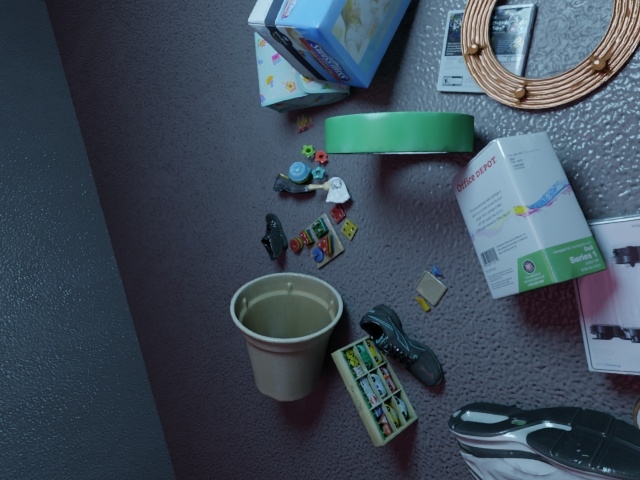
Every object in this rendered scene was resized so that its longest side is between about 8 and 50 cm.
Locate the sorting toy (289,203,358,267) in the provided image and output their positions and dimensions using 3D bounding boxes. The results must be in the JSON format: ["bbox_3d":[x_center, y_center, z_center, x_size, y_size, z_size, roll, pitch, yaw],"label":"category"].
[{"bbox_3d":[0.000,0.000,1.366,0.274,0.046,0.132,-38,73,41],"label":"sorting toy"}]

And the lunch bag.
[{"bbox_3d":[-0.041,-0.495,1.229,0.262,0.160,0.223,-3,93,30],"label":"lunch bag"}]

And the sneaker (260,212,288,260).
[{"bbox_3d":[-0.168,-0.016,1.492,0.051,0.089,0.170,-39,72,41],"label":"sneaker"}]

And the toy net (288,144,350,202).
[{"bbox_3d":[0.009,-0.189,1.316,0.232,0.045,0.122,38,83,23],"label":"toy net"}]

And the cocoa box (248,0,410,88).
[{"bbox_3d":[0.049,-0.569,0.994,0.228,0.231,0.347,26,90,36],"label":"cocoa box"}]

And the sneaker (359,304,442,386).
[{"bbox_3d":[0.210,0.297,1.189,0.267,0.106,0.101,46,125,26],"label":"sneaker"}]

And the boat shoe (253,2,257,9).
[{"bbox_3d":[-0.112,-0.700,1.314,0.228,0.068,0.081,15,144,43],"label":"boat shoe"}]

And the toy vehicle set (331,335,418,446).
[{"bbox_3d":[0.152,0.408,1.223,0.035,0.166,0.267,-39,72,41],"label":"toy vehicle set"}]

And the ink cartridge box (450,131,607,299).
[{"bbox_3d":[0.390,-0.042,0.861,0.201,0.117,0.278,119,137,-72],"label":"ink cartridge box"}]

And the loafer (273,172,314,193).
[{"bbox_3d":[-0.088,-0.182,1.403,0.170,0.062,0.061,11,100,38],"label":"loafer"}]

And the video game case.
[{"bbox_3d":[0.356,-0.415,0.959,0.190,0.022,0.173,20,112,40],"label":"video game case"}]

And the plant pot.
[{"bbox_3d":[-0.104,0.317,1.376,0.334,0.334,0.305,27,128,37],"label":"plant pot"}]

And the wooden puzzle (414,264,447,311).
[{"bbox_3d":[0.287,0.125,1.143,0.078,0.014,0.116,47,127,21],"label":"wooden puzzle"}]

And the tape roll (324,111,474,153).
[{"bbox_3d":[0.169,-0.229,0.965,0.321,0.321,0.077,9,105,42],"label":"tape roll"}]

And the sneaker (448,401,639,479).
[{"bbox_3d":[0.510,0.509,0.936,0.447,0.169,0.257,-14,98,52],"label":"sneaker"}]

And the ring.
[{"bbox_3d":[0.436,-0.430,0.847,0.337,0.032,0.336,10,107,35],"label":"ring"}]

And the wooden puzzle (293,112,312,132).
[{"bbox_3d":[-0.056,-0.368,1.370,0.083,0.006,0.049,-11,91,44],"label":"wooden puzzle"}]

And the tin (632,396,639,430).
[{"bbox_3d":[0.679,0.368,0.806,0.189,0.040,0.106,46,122,27],"label":"tin"}]

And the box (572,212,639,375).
[{"bbox_3d":[0.575,0.098,0.811,0.169,0.087,0.290,-11,91,44],"label":"box"}]
